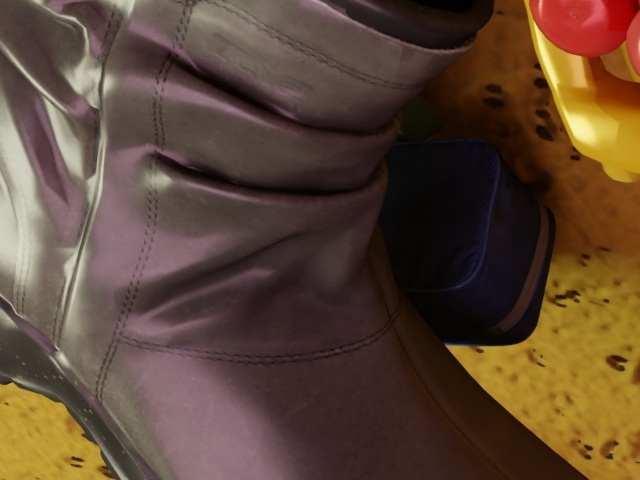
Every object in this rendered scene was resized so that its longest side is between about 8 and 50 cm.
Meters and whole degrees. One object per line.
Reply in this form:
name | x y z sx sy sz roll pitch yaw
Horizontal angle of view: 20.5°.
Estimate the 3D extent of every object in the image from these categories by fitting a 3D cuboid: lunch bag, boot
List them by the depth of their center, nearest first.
boot | 0.000 0.000 0.563 0.338 0.118 0.223 32 131 -1
lunch bag | 0.037 0.005 0.681 0.098 0.067 0.065 1 154 34

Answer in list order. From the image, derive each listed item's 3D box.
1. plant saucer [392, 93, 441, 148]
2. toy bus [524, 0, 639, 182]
plant saucer | -0.027 -0.090 0.639 0.067 0.018 0.192 -3 143 34
toy bus | 0.114 -0.085 0.457 0.149 0.211 0.220 3 130 29
